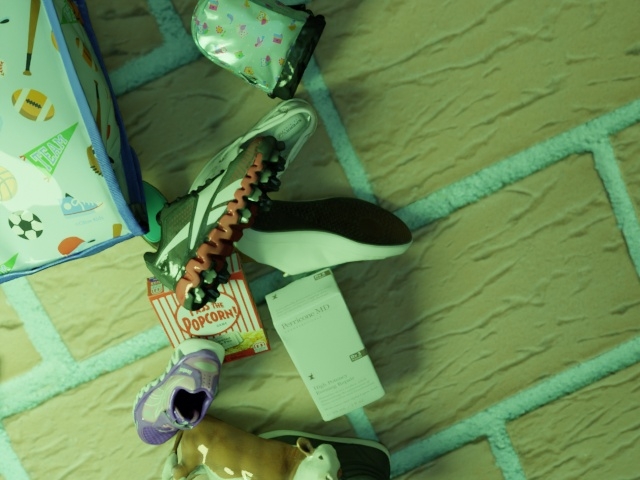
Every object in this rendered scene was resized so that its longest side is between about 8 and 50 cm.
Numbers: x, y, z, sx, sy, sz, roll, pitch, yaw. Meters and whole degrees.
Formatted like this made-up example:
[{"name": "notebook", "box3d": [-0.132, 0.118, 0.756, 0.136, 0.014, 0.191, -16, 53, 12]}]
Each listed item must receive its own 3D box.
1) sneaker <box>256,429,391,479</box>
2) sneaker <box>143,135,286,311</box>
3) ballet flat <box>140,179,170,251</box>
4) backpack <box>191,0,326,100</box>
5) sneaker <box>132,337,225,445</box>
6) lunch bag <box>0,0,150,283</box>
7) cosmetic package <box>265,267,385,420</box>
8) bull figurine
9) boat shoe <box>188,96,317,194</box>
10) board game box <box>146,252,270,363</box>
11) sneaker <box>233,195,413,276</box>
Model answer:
[{"name": "sneaker", "box3d": [-0.019, 0.398, 1.236, 0.296, 0.147, 0.104, 2, 104, -4]}, {"name": "sneaker", "box3d": [-0.156, -0.043, 1.057, 0.135, 0.097, 0.276, 31, 89, 13]}, {"name": "ballet flat", "box3d": [-0.245, -0.006, 1.168, 0.073, 0.067, 0.206, -40, 105, -22]}, {"name": "backpack", "box3d": [-0.098, -0.305, 1.096, 0.182, 0.115, 0.151, 25, 101, -7]}, {"name": "sneaker", "box3d": [-0.230, 0.265, 1.181, 0.095, 0.104, 0.236, 19, 124, -29]}, {"name": "lunch bag", "box3d": [-0.447, -0.140, 1.038, 0.328, 0.239, 0.385, -18, 93, 1]}, {"name": "cosmetic package", "box3d": [0.010, 0.171, 1.191, 0.117, 0.085, 0.231, -25, 123, 0]}, {"name": "bull figurine", "box3d": [-0.115, 0.377, 1.170, 0.188, 0.311, 0.101, -56, 141, -32]}, {"name": "boat shoe", "box3d": [-0.114, -0.112, 1.144, 0.098, 0.096, 0.277, 41, 96, -13]}, {"name": "board game box", "box3d": [-0.174, 0.119, 1.171, 0.147, 0.045, 0.193, -16, 132, -2]}, {"name": "sneaker", "box3d": [0.000, 0.000, 1.195, 0.290, 0.105, 0.123, 5, 138, -15]}]
